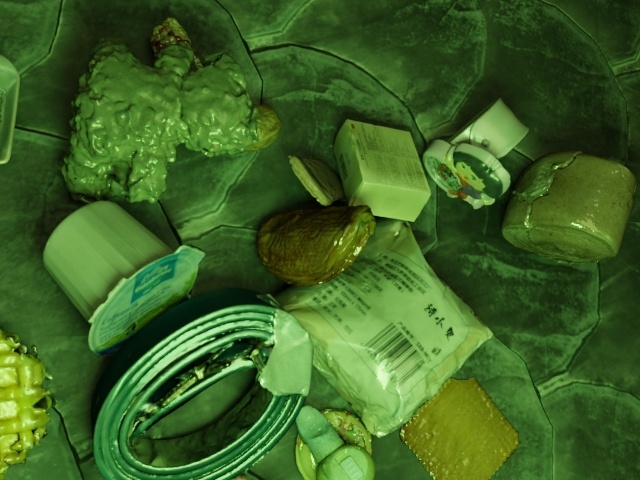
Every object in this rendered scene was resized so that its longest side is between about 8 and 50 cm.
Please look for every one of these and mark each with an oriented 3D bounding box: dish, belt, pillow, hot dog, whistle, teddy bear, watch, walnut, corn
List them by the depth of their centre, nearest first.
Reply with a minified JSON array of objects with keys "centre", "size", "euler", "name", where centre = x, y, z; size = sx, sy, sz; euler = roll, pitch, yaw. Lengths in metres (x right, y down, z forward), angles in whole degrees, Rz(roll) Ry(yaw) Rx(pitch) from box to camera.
[{"centre":[-0.215,0.279,1.410],"size":[0.436,0.173,0.300],"euler":[-35,108,-7],"name":"belt"},{"centre":[-0.667,-0.256,1.471],"size":[0.154,0.064,0.234],"euler":[7,76,-19],"name":"dish"},{"centre":[0.023,0.423,1.487],"size":[0.123,0.123,0.223],"euler":[-29,65,-24],"name":"whistle"},{"centre":[-0.301,-0.234,1.488],"size":[0.367,0.224,0.357],"euler":[9,75,-6],"name":"teddy bear"},{"centre":[0.000,0.000,1.556],"size":[0.196,0.272,0.122],"euler":[-52,126,-40],"name":"hot dog"},{"centre":[-0.284,-0.342,1.621],"size":[0.098,0.098,0.290],"euler":[-21,85,-24],"name":"corn"},{"centre":[0.001,-0.131,1.639],"size":[0.034,0.211,0.135],"euler":[-37,81,18],"name":"pillow"},{"centre":[-0.140,-0.244,1.650],"size":[0.124,0.105,0.105],"euler":[-28,88,-25],"name":"walnut"},{"centre":[0.386,-0.208,1.763],"size":[0.231,0.244,0.196],"euler":[-41,93,-17],"name":"watch"}]

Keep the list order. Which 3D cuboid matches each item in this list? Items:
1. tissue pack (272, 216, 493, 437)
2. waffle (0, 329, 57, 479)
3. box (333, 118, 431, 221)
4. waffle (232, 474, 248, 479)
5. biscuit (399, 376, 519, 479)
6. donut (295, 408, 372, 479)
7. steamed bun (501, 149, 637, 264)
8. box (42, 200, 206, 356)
[{"centre":[0.131,0.167,1.599],"size":[0.390,0.195,0.375],"euler":[-35,80,-23],"name":"tissue pack"},{"centre":[-0.663,0.285,1.290],"size":[0.382,0.095,0.380],"euler":[-47,113,-23],"name":"waffle"},{"centre":[0.131,-0.156,1.686],"size":[0.168,0.095,0.212],"euler":[10,44,-21],"name":"box"},{"centre":[-0.199,0.556,1.454],"size":[0.221,0.055,0.234],"euler":[31,67,-12],"name":"waffle"},{"centre":[0.315,0.438,1.703],"size":[0.237,0.013,0.232],"euler":[-39,92,-25],"name":"biscuit"},{"centre":[0.032,0.430,1.567],"size":[0.174,0.068,0.175],"euler":[5,76,-18],"name":"donut"},{"centre":[0.552,-0.089,1.760],"size":[0.199,0.301,0.252],"euler":[26,76,-35],"name":"steamed bun"},{"centre":[-0.384,0.066,1.431],"size":[0.206,0.291,0.262],"euler":[43,51,18],"name":"box"}]
